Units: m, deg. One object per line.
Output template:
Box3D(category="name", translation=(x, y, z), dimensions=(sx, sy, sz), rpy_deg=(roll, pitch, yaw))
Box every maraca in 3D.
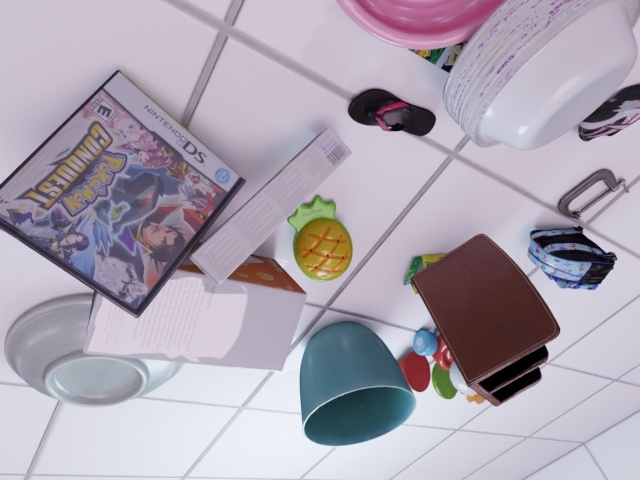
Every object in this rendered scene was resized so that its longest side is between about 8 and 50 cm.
Box3D(category="maraca", translation=(0.000, 0.000, 0.922), dimensions=(0.127, 0.099, 0.186), rpy_deg=(-20, 109, -8))

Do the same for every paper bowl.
Box3D(category="paper bowl", translation=(0.346, -0.253, 0.677), dimensions=(0.284, 0.148, 0.284), rpy_deg=(-28, 159, -12))

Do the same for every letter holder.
Box3D(category="letter holder", translation=(0.374, 0.160, 0.971), dimensions=(0.214, 0.302, 0.152), rpy_deg=(-38, 129, 16))

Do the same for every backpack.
Box3D(category="backpack", translation=(0.593, 0.042, 1.082), dimensions=(0.173, 0.158, 0.117), rpy_deg=(2, 124, -14))

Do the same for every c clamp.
Box3D(category="c clamp", translation=(0.658, -0.104, 1.061), dimensions=(0.160, 0.022, 0.137), rpy_deg=(-37, 130, 17))

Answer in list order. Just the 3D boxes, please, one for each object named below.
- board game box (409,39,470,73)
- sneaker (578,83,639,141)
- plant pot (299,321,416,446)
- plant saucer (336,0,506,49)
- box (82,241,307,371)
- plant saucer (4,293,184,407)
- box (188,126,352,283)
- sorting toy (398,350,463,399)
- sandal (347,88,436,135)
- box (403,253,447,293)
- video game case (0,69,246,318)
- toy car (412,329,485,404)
Box3D(category="board game box", translation=(0.265, -0.389, 0.690), dimensions=(0.136, 0.030, 0.260), rpy_deg=(16, 125, -25))
Box3D(category="sneaker", translation=(0.604, -0.254, 0.891), dimensions=(0.178, 0.072, 0.077), rpy_deg=(-14, 146, 8))
Box3D(category="plant pot", translation=(0.075, 0.361, 1.168), dimensions=(0.292, 0.235, 0.293), rpy_deg=(-8, 133, -8))
Box3D(category="plant saucer", translation=(0.149, -0.428, 0.563), dimensions=(0.331, 0.084, 0.333), rpy_deg=(-3, 128, -4))
Box3D(category="box", translation=(-0.235, 0.108, 0.836), dimensions=(0.345, 0.215, 0.169), rpy_deg=(15, 100, -27))
Box3D(category="plant saucer", translation=(-0.517, 0.293, 1.034), dimensions=(0.399, 0.101, 0.401), rpy_deg=(-8, 133, -8))
Box3D(category="box", translation=(-0.078, -0.064, 0.740), dimensions=(0.067, 0.063, 0.324), rpy_deg=(47, 72, -13))
Box3D(category="sorting toy", translation=(0.352, 0.450, 1.443), dimensions=(0.365, 0.127, 0.126), rpy_deg=(23, 151, -35))
Box3D(category="sandal", translation=(0.136, -0.223, 0.792), dimensions=(0.179, 0.040, 0.067), rpy_deg=(7, 129, -22))
Box3D(category="box", translation=(0.305, 0.083, 1.117), dimensions=(0.179, 0.043, 0.105), rpy_deg=(-1, 131, -13))
Box3D(category="video game case", translation=(-0.287, -0.068, 0.656), dimensions=(0.248, 0.035, 0.275), rpy_deg=(41, 70, -20))
Box3D(category="toy car", translation=(0.425, 0.338, 1.245), dimensions=(0.219, 0.238, 0.210), rpy_deg=(16, 125, -28))
